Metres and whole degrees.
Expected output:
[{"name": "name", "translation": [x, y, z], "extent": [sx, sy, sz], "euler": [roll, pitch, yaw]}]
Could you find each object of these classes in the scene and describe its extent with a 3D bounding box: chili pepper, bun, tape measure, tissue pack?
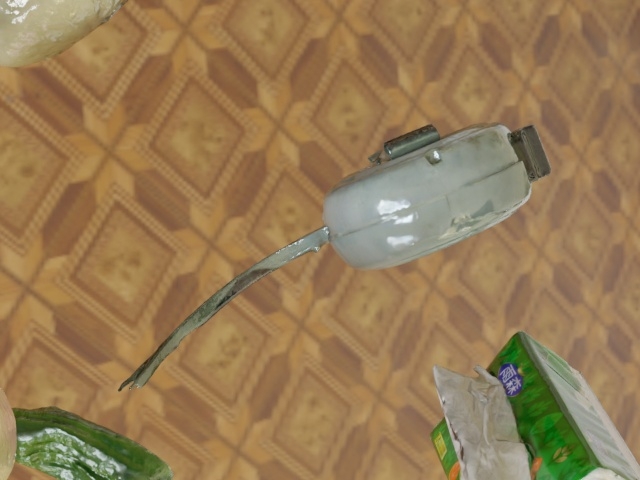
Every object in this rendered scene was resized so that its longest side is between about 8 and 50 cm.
[{"name": "chili pepper", "translation": [-0.297, 0.245, 1.524], "extent": [0.074, 0.257, 0.100], "euler": [-54, 151, -45]}, {"name": "bun", "translation": [-0.330, -0.340, 1.671], "extent": [0.168, 0.273, 0.273], "euler": [36, 67, -26]}, {"name": "tape measure", "translation": [-0.001, -0.001, 0.901], "extent": [0.330, 0.164, 0.084], "euler": [-24, 88, -13]}, {"name": "tissue pack", "translation": [0.181, 0.198, 1.182], "extent": [0.156, 0.209, 0.148], "euler": [33, 109, -26]}]

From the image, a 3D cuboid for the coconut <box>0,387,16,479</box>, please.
[{"name": "coconut", "translation": [-0.356, 0.185, 1.206], "extent": [0.147, 0.153, 0.147], "euler": [0, 77, -2]}]
